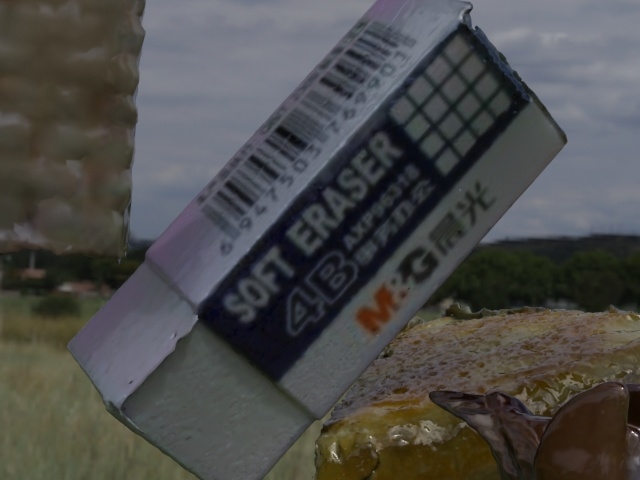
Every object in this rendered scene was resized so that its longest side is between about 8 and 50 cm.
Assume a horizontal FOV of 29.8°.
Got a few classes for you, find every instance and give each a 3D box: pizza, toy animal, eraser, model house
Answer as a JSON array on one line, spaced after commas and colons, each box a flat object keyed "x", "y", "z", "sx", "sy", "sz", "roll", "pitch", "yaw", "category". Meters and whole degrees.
[{"x": 0.121, "y": 0.094, "z": 0.815, "sx": 0.280, "sy": 0.075, "sz": 0.287, "roll": -13, "pitch": 9, "yaw": -4, "category": "pizza"}, {"x": 0.131, "y": 0.105, "z": 0.476, "sx": 0.188, "sy": 0.179, "sz": 0.089, "roll": 50, "pitch": 13, "yaw": 19, "category": "toy animal"}, {"x": 0.000, "y": 0.000, "z": 0.685, "sx": 0.130, "sy": 0.287, "sz": 0.086, "roll": 46, "pitch": -5, "yaw": -38, "category": "eraser"}, {"x": -0.327, "y": -0.219, "z": 0.893, "sx": 0.446, "sy": 0.399, "sz": 0.395, "roll": 8, "pitch": 8, "yaw": -9, "category": "model house"}]
